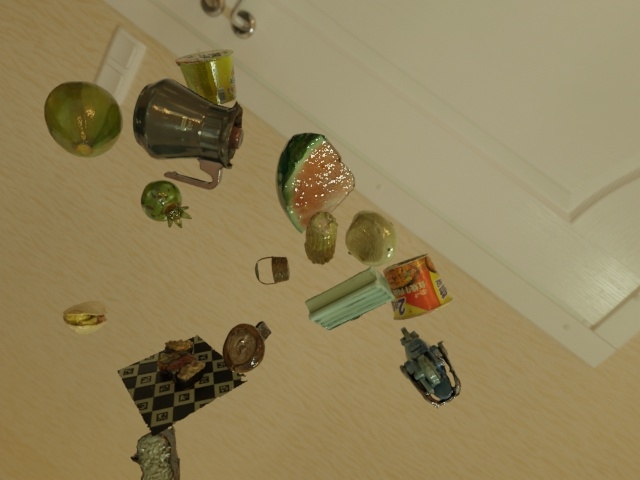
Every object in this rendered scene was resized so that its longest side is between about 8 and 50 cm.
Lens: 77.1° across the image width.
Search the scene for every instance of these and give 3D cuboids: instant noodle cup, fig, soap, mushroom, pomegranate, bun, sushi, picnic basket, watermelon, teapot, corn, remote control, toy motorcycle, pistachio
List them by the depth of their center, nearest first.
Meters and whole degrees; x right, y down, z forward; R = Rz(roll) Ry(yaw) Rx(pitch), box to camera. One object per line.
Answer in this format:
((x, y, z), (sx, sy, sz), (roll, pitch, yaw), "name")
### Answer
((-0.186, 0.263, 0.980), (0.123, 0.123, 0.052), (-53, 143, -1), "mushroom")
((-0.121, 0.074, 0.999), (0.072, 0.083, 0.072), (172, -90, -89), "picnic basket")
((0.073, 0.148, 1.008), (0.198, 0.063, 0.114), (-29, 143, 15), "soap")
((0.000, 0.000, 1.043), (0.086, 0.087, 0.288), (-52, 170, -15), "corn")
((-0.378, 0.347, 1.078), (0.264, 0.290, 0.050), (-20, 120, -38), "sushi")
((-0.158, 0.245, 1.086), (0.039, 0.014, 0.096), (-49, 153, -19), "remote control")
((-0.060, -0.163, 1.293), (0.319, 0.292, 0.222), (10, -112, 46), "watermelon")
((0.311, 0.149, 1.341), (0.213, 0.174, 0.213), (-21, 175, -2), "instant noodle cup")
((-0.792, -0.396, 1.351), (0.240, 0.271, 0.239), (-18, 143, -14), "fig")
((-0.566, 0.772, 1.393), (0.147, 0.212, 0.115), (-18, 165, -9), "sushi")
((-0.563, -0.133, 1.489), (0.156, 0.220, 0.156), (-57, 170, -17), "pomegranate")
((0.386, 0.482, 1.504), (0.319, 0.182, 0.240), (-106, -171, -73), "toy motorcycle")
((-0.889, 0.293, 1.513), (0.200, 0.145, 0.117), (-143, -121, -84), "pistachio")
((-0.485, -0.394, 1.533), (0.305, 0.362, 0.375), (-79, -176, -67), "teapot")
((0.227, -0.017, 1.734), (0.160, 0.259, 0.259), (-22, 157, -42), "bun")
((-0.501, -0.741, 1.833), (0.264, 0.265, 0.200), (-51, 142, -44), "instant noodle cup")

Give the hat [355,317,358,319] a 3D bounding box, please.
((0.137, 0.264, 1.597), (0.121, 0.050, 0.121), (-54, -166, 21), "hat")
